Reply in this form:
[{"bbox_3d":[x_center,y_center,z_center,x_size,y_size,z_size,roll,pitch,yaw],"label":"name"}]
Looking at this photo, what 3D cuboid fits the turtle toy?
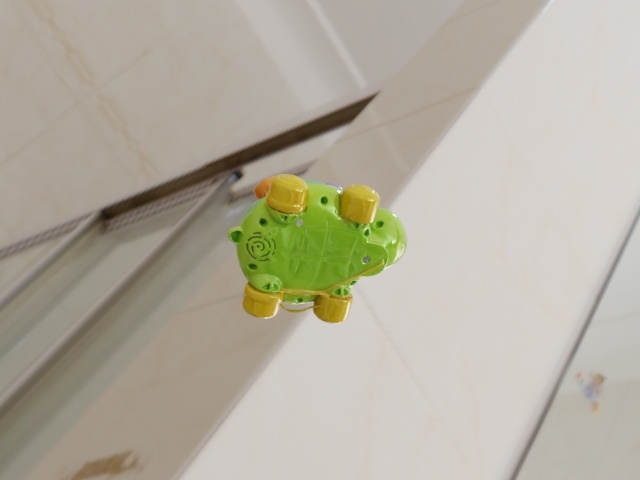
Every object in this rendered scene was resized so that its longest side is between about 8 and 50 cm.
[{"bbox_3d":[0.000,0.000,0.771,0.130,0.066,0.095,6,-69,-25],"label":"turtle toy"}]
